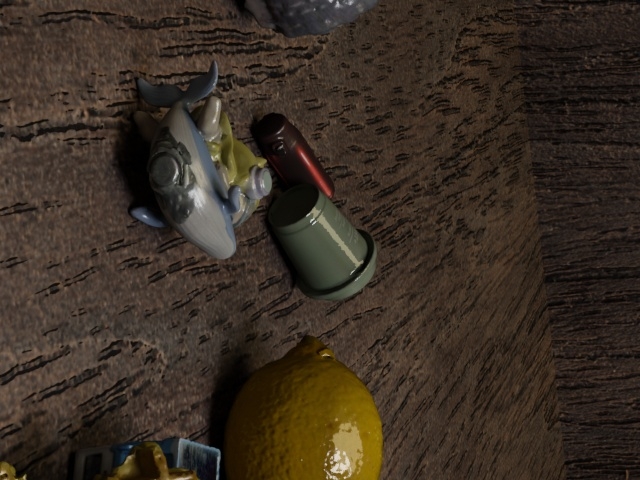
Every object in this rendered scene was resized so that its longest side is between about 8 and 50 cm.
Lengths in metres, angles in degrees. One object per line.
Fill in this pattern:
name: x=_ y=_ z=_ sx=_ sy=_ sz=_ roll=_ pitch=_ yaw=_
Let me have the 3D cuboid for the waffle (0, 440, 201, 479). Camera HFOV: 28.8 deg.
waffle: x=-0.186 y=0.296 z=1.020 sx=0.301 sy=0.058 sz=0.281 roll=19 pitch=67 yaw=-26

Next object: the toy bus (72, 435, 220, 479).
toy bus: x=-0.167 y=0.335 z=1.151 sx=0.106 sy=0.131 sz=0.297 roll=38 pitch=51 yaw=-63

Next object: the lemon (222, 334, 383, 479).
lemon: x=-0.017 y=0.238 z=1.453 sx=0.188 sy=0.188 sz=0.256 roll=35 pitch=50 yaw=-62

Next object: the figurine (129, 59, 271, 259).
figurine: x=-0.125 y=-0.081 z=1.326 sx=0.184 sy=0.128 sz=0.208 roll=-25 pitch=105 yaw=-68

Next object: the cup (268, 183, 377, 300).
cup: x=0.000 y=0.000 z=1.632 sx=0.141 sy=0.120 sz=0.120 roll=56 pitch=36 yaw=-38

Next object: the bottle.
bottle: x=-0.035 y=-0.104 z=1.629 sx=0.164 sy=0.060 sz=0.060 roll=54 pitch=39 yaw=-51

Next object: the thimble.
thimble: x=-0.013 y=-0.380 z=1.554 sx=0.236 sy=0.205 sz=0.172 roll=-49 pitch=131 yaw=-26
